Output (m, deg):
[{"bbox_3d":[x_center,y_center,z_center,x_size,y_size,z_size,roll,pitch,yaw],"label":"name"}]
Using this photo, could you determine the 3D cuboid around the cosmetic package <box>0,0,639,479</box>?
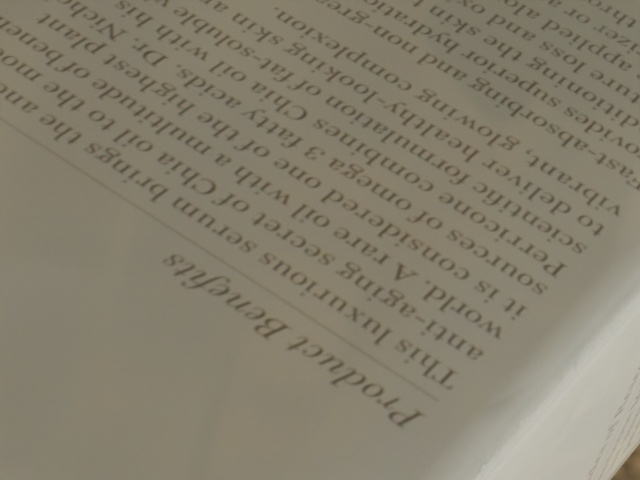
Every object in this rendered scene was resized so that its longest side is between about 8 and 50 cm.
[{"bbox_3d":[0.000,0.000,0.623,0.453,0.230,0.161,-39,154,-43],"label":"cosmetic package"}]
